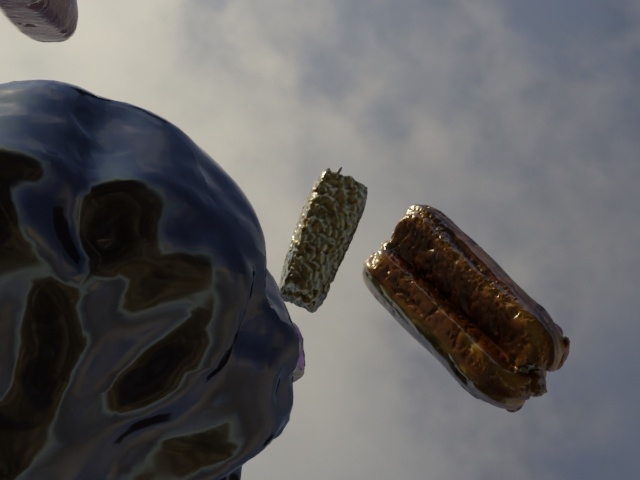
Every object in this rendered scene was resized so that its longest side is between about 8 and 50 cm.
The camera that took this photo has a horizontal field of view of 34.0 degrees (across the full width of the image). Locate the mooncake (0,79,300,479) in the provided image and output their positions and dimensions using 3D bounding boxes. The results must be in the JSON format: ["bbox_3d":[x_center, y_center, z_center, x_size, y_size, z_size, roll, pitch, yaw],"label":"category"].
[{"bbox_3d":[-0.148,0.066,0.520,0.283,0.283,0.141,-57,-146,18],"label":"mooncake"}]

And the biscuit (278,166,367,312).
[{"bbox_3d":[0.000,0.000,1.226,0.070,0.082,0.168,21,-111,2],"label":"biscuit"}]

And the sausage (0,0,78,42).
[{"bbox_3d":[-0.402,-0.345,1.430,0.094,0.348,0.097,-14,-93,-1],"label":"sausage"}]

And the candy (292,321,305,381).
[{"bbox_3d":[-0.167,0.181,1.503,0.265,0.155,0.115,-33,-149,14],"label":"candy"}]

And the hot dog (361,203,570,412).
[{"bbox_3d":[0.197,0.091,1.437,0.158,0.117,0.349,-49,-130,5],"label":"hot dog"}]
